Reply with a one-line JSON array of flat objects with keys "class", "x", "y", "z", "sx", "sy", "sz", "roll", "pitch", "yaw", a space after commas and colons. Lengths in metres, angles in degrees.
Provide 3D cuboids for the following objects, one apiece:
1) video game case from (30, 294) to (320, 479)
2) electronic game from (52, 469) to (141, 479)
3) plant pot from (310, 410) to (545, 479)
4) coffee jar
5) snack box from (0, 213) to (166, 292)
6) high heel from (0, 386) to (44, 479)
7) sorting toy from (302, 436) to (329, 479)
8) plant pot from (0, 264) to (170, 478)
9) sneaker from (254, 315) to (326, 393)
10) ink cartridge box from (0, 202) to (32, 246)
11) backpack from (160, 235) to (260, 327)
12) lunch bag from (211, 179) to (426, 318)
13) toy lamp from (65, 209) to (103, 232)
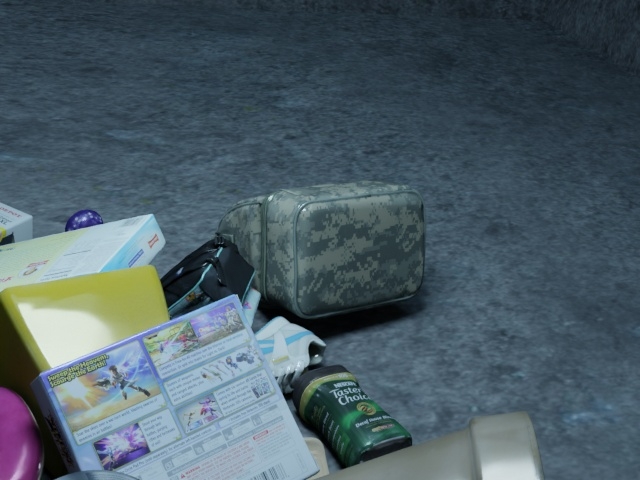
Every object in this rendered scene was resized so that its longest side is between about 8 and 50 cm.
[{"class": "video game case", "x": -0.169, "y": 0.224, "z": 1.191, "sx": 0.269, "sy": 0.061, "sz": 0.244, "roll": -21, "pitch": 82, "yaw": -33}, {"class": "electronic game", "x": -0.231, "y": 0.354, "z": 1.041, "sx": 0.229, "sy": 0.048, "sz": 0.229, "roll": 15, "pitch": 61, "yaw": -29}, {"class": "plant pot", "x": 0.095, "y": 0.348, "z": 1.046, "sx": 0.280, "sy": 0.323, "sz": 0.323, "roll": -4, "pitch": 28, "yaw": 6}, {"class": "coffee jar", "x": 0.040, "y": 0.250, "z": 1.403, "sx": 0.096, "sy": 0.079, "sz": 0.184, "roll": -10, "pitch": 33, "yaw": -32}, {"class": "snack box", "x": -0.411, "y": 0.052, "z": 1.493, "sx": 0.322, "sy": 0.060, "sz": 0.187, "roll": -10, "pitch": 23, "yaw": 22}, {"class": "high heel", "x": -0.401, "y": 0.297, "z": 1.112, "sx": 0.181, "sy": 0.127, "sz": 0.377, "roll": 7, "pitch": 30, "yaw": -29}, {"class": "sorting toy", "x": -0.075, "y": 0.334, "z": 1.264, "sx": 0.193, "sy": 0.038, "sz": 0.208, "roll": 3, "pitch": 34, "yaw": -12}, {"class": "plant pot", "x": -0.293, "y": 0.183, "z": 1.304, "sx": 0.212, "sy": 0.212, "sz": 0.187, "roll": -9, "pitch": 47, "yaw": -32}, {"class": "sneaker", "x": -0.071, "y": 0.189, "z": 1.475, "sx": 0.092, "sy": 0.087, "sz": 0.228, "roll": 22, "pitch": 32, "yaw": 17}, {"class": "ink cartridge box", "x": -0.586, "y": -0.002, "z": 1.671, "sx": 0.127, "sy": 0.072, "sz": 0.175, "roll": 21, "pitch": 31, "yaw": 21}, {"class": "backpack", "x": -0.188, "y": 0.105, "z": 1.502, "sx": 0.188, "sy": 0.144, "sz": 0.166, "roll": -31, "pitch": 20, "yaw": 18}, {"class": "lunch bag", "x": 0.000, "y": 0.000, "z": 1.716, "sx": 0.305, "sy": 0.213, "sz": 0.256, "roll": -10, "pitch": 17, "yaw": -37}, {"class": "toy lamp", "x": -0.345, "y": 0.038, "z": 1.672, "sx": 0.080, "sy": 0.080, "sz": 0.274, "roll": -11, "pitch": 33, "yaw": -34}]
